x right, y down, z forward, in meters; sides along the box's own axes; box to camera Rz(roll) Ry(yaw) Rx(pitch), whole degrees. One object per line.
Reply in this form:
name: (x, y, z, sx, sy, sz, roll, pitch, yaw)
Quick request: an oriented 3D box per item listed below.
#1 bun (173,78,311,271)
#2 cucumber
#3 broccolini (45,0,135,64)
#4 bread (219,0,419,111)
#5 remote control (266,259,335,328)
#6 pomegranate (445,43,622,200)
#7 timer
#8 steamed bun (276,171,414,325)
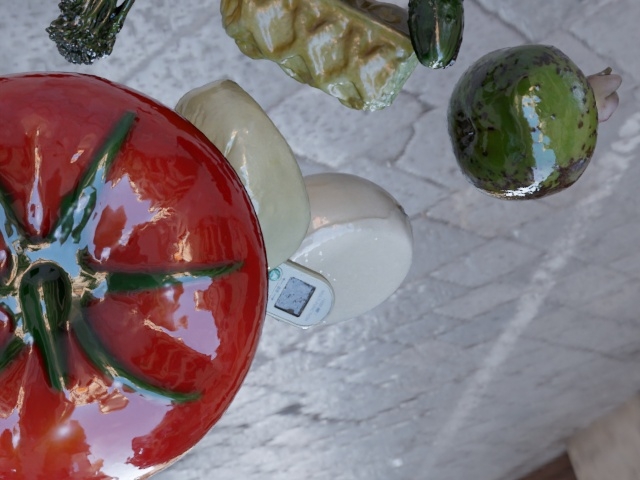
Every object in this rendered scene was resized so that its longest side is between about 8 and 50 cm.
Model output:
bun: (-0.118, -0.062, 1.071, 0.145, 0.229, 0.229, -27, 162, -21)
cucumber: (0.131, -0.300, 1.094, 0.069, 0.227, 0.069, 0, 161, 0)
broccolini: (-0.251, -0.300, 1.131, 0.091, 0.203, 0.068, 36, 172, -38)
bread: (0.000, -0.268, 1.213, 0.267, 0.152, 0.130, 27, 137, 7)
remote control: (-0.080, 0.048, 1.229, 0.221, 0.042, 0.078, 25, 100, -25)
pomegranate: (0.394, -0.217, 1.675, 0.340, 0.285, 0.285, -17, 160, -23)
timer: (-0.236, 0.041, 0.851, 0.378, 0.378, 0.279, -11, 179, -13)
steamed bun: (0.000, 0.000, 1.507, 0.283, 0.177, 0.283, -15, 143, -12)
